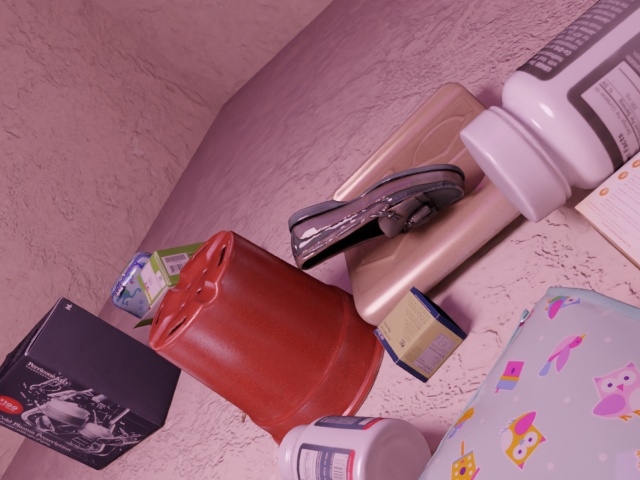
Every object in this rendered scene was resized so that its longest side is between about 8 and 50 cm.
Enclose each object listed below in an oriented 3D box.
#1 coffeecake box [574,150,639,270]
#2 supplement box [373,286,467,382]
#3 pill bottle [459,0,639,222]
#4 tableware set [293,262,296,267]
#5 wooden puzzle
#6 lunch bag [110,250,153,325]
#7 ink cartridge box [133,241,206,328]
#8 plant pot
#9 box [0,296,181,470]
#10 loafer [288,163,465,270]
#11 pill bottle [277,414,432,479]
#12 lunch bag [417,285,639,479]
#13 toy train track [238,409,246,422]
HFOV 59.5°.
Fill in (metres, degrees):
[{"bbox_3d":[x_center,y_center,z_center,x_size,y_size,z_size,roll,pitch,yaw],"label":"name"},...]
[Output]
[{"bbox_3d":[0.358,-0.045,0.512,0.185,0.068,0.142,-45,25,18],"label":"coffeecake box"},{"bbox_3d":[0.127,0.121,0.726,0.083,0.056,0.083,-50,24,7],"label":"supplement box"},{"bbox_3d":[0.306,-0.160,0.611,0.283,0.161,0.161,-40,26,11],"label":"pill bottle"},{"bbox_3d":[-0.073,0.103,1.161,0.104,0.024,0.154,-2,55,61],"label":"tableware set"},{"bbox_3d":[0.167,-0.065,0.890,0.322,0.080,0.348,-44,30,20],"label":"wooden puzzle"},{"bbox_3d":[-0.465,0.143,1.585,0.176,0.219,0.090,-55,24,-6],"label":"lunch bag"},{"bbox_3d":[-0.383,0.118,1.463,0.255,0.188,0.097,-43,69,39],"label":"ink cartridge box"},{"bbox_3d":[-0.091,0.136,0.847,0.272,0.265,0.272,-41,27,26],"label":"plant pot"},{"bbox_3d":[-0.578,0.355,1.347,0.312,0.343,0.179,-40,25,30],"label":"box"},{"bbox_3d":[0.078,-0.024,0.785,0.267,0.096,0.084,-18,58,25],"label":"loafer"},{"bbox_3d":[0.031,0.259,0.650,0.180,0.108,0.108,-20,40,52],"label":"pill bottle"},{"bbox_3d":[0.208,0.164,0.395,0.223,0.160,0.262,-56,29,-3],"label":"lunch bag"},{"bbox_3d":[-0.134,0.292,1.027,0.048,0.014,0.083,-26,35,46],"label":"toy train track"}]
